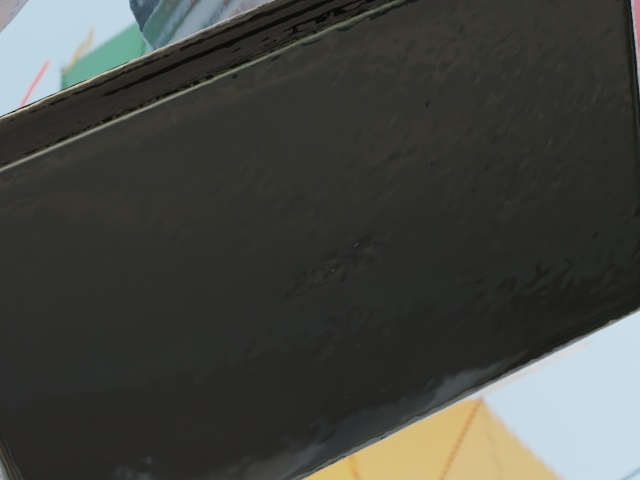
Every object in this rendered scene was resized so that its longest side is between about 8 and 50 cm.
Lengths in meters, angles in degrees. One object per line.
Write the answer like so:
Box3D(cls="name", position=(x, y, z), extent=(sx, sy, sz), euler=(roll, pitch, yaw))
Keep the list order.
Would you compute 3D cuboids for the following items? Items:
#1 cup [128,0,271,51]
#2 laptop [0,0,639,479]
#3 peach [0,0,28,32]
Box3D(cls="cup", position=(0.027, -0.219, 0.956), extent=(0.242, 0.292, 0.308), euler=(-23, -98, -27))
Box3D(cls="laptop", position=(0.000, 0.000, 0.428), extent=(0.180, 0.129, 0.016), euler=(-24, -142, -15))
Box3D(cls="peach", position=(-0.269, -0.173, 0.703), extent=(0.242, 0.306, 0.380), euler=(-59, -40, -9))
